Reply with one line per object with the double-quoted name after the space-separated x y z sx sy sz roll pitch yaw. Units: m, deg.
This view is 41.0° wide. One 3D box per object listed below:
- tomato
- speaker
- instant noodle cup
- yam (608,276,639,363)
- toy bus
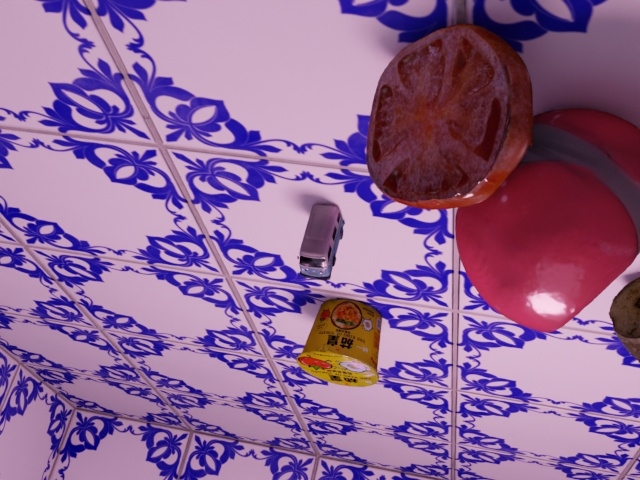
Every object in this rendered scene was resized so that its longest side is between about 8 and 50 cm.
0.164 -0.140 1.048 0.095 0.236 0.237 11 162 -41 "tomato"
0.312 -0.020 1.112 0.294 0.294 0.294 11 153 6 "speaker"
0.053 0.217 1.862 0.182 0.144 0.182 12 152 6 "instant noodle cup"
0.602 0.163 1.482 0.154 0.154 0.254 -13 143 43 "yam"
0.000 0.000 1.490 0.060 0.123 0.075 7 149 14 "toy bus"
